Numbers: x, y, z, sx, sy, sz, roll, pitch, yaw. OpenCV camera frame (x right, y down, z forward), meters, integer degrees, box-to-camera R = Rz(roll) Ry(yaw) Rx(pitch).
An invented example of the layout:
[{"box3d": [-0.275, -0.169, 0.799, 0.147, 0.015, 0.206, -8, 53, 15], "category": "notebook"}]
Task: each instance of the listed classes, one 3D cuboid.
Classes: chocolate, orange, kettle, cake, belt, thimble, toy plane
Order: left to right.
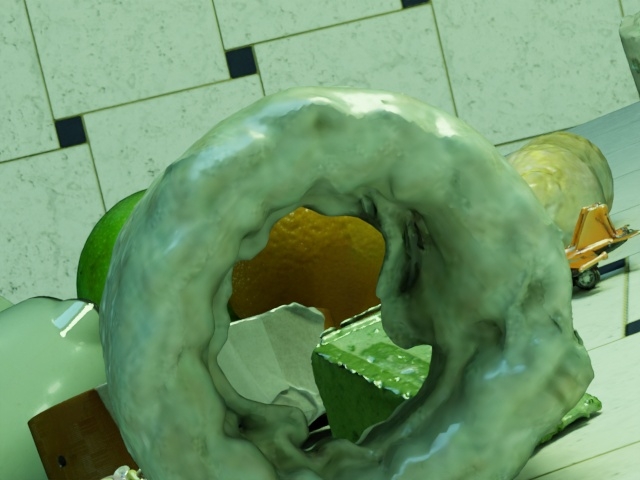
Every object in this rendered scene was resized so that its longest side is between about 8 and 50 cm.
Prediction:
[{"box3d": [-0.298, 0.174, 1.750, 0.236, 0.161, 0.221, -47, -9, -47], "category": "kettle"}, {"box3d": [-0.099, 0.135, 1.564, 0.261, 0.105, 0.184, -18, -9, -11], "category": "belt"}, {"box3d": [0.000, 0.000, 1.706, 0.206, 0.206, 0.206, -22, 5, 2], "category": "orange"}, {"box3d": [0.011, 0.052, 1.195, 0.291, 0.291, 0.195, -23, 4, -8], "category": "thimble"}, {"box3d": [0.098, 0.128, 1.382, 0.100, 0.099, 0.235, -25, 27, -30], "category": "cake"}, {"box3d": [0.211, 0.033, 1.807, 0.188, 0.062, 0.135, -36, 6, -1], "category": "toy plane"}, {"box3d": [0.240, -0.040, 2.029, 0.134, 0.134, 0.309, -21, 1, 16], "category": "chocolate"}]

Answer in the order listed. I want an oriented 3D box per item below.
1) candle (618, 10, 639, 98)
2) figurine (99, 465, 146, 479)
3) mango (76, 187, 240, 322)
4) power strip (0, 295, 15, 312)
[{"box3d": [0.372, -0.174, 1.775, 0.187, 0.330, 0.187, -19, 12, 4], "category": "candle"}, {"box3d": [-0.115, 0.195, 1.403, 0.083, 0.083, 0.187, -26, 0, -35], "category": "figurine"}, {"box3d": [-0.134, 0.064, 1.890, 0.201, 0.225, 0.382, 4, 9, -9], "category": "mango"}, {"box3d": [-0.293, 0.164, 1.942, 0.140, 0.224, 0.139, -57, 2, 6], "category": "power strip"}]
